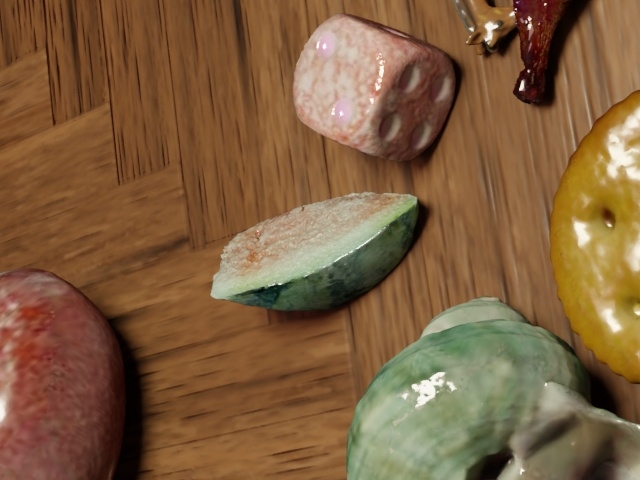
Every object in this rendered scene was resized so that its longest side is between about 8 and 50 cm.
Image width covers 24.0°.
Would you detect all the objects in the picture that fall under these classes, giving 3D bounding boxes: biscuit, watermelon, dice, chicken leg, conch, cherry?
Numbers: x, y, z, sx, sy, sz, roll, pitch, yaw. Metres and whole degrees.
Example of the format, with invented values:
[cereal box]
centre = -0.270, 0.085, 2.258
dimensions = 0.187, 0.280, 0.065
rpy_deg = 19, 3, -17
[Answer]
[biscuit]
centre = 0.254, -0.003, 0.980
dimensions = 0.220, 0.066, 0.221
rpy_deg = -4, 84, 40
[watermelon]
centre = 0.003, 0.008, 1.199
dimensions = 0.180, 0.081, 0.094
rpy_deg = -10, 62, 24
[dice]
centre = 0.041, -0.118, 1.159
dimensions = 0.094, 0.093, 0.091
rpy_deg = 30, 105, 40
[chicken leg]
centre = 0.185, -0.198, 1.076
dimensions = 0.093, 0.053, 0.205
rpy_deg = 46, 120, 18
[conch]
centre = 0.125, 0.149, 1.018
dimensions = 0.220, 0.195, 0.277
rpy_deg = -24, 45, 16
[cherry]
centre = -0.287, 0.166, 1.338
dimensions = 0.236, 0.213, 0.285
rpy_deg = 19, 78, 19

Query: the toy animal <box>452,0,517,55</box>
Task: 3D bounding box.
[toy animal]
centre = 0.078, -0.268, 1.166
dimensions = 0.224, 0.066, 0.230
rpy_deg = 13, 85, 22
